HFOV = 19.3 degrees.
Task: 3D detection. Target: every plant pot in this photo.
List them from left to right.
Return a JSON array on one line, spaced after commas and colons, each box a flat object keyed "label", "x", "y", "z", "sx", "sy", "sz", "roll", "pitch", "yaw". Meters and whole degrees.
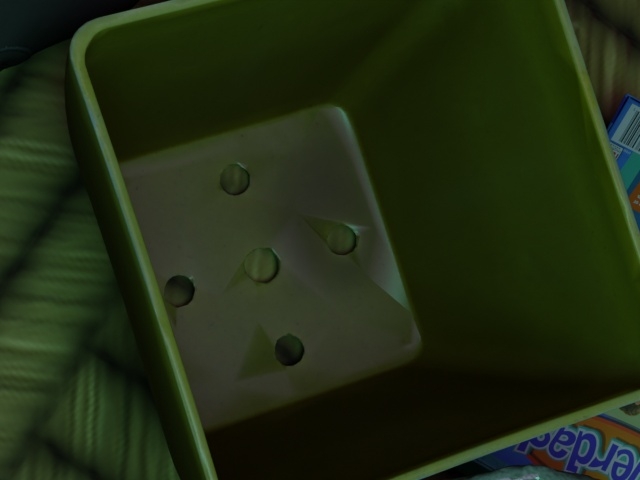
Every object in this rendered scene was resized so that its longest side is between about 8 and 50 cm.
[{"label": "plant pot", "x": 0.000, "y": 0.000, "z": 0.844, "sx": 0.212, "sy": 0.187, "sz": 0.212, "roll": -17, "pitch": 88, "yaw": -19}]

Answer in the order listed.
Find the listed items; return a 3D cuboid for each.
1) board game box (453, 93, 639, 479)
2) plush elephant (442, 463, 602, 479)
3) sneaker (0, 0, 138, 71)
[{"label": "board game box", "x": 0.172, "y": 0.053, "z": 0.947, "sx": 0.160, "sy": 0.047, "sz": 0.210, "roll": 30, "pitch": 75, "yaw": 12}, {"label": "plush elephant", "x": 0.041, "y": 0.225, "z": 0.808, "sx": 0.255, "sy": 0.272, "sz": 0.330, "roll": 42, "pitch": 42, "yaw": -22}, {"label": "sneaker", "x": -0.205, "y": -0.040, "z": 0.828, "sx": 0.295, "sy": 0.104, "sz": 0.147, "roll": -16, "pitch": 93, "yaw": -14}]
